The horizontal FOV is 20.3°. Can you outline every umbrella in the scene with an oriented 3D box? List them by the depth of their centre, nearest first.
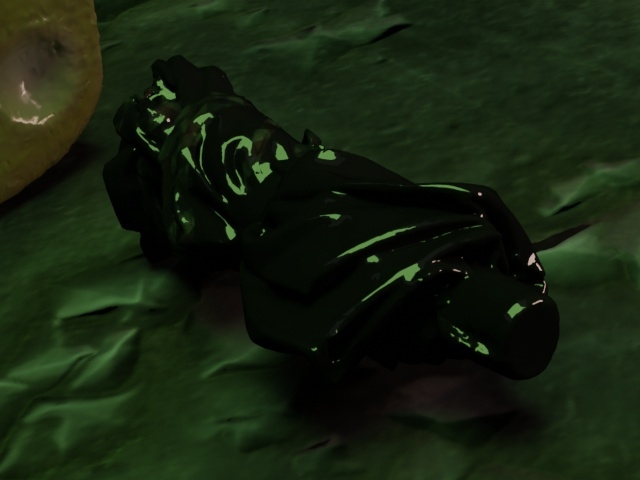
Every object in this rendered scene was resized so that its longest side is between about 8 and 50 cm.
[{"bbox_3d":[-0.001,0.000,0.828,0.122,0.110,0.272,9,15,-45],"label":"umbrella"}]

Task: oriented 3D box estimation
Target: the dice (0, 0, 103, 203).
[{"bbox_3d":[-0.278,-0.137,0.992,0.227,0.233,0.238,-32,38,-28],"label":"dice"}]
